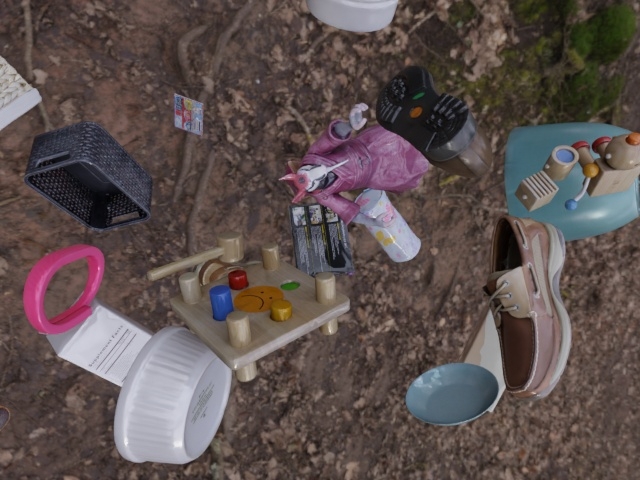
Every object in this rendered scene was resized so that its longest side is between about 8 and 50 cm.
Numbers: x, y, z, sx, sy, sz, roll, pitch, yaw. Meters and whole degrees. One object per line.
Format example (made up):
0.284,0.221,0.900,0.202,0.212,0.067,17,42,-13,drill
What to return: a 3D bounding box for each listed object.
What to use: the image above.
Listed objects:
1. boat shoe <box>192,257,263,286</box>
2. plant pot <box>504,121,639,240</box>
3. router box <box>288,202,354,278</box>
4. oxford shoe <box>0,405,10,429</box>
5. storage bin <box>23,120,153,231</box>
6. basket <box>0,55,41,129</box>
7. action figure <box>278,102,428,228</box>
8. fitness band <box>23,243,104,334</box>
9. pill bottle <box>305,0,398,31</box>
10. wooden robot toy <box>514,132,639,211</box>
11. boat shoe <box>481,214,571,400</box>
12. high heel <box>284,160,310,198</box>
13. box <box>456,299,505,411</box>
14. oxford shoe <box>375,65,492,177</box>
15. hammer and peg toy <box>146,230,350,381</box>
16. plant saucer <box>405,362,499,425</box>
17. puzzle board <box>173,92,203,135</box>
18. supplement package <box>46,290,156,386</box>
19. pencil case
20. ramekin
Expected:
-0.208,0.123,1.279,0.324,0.120,0.122,14,98,-50,boat shoe
0.584,-0.134,1.025,0.293,0.235,0.293,4,85,-52,plant pot
0.000,0.000,1.058,0.046,0.133,0.178,106,-23,-77,router box
-0.925,0.531,1.152,0.271,0.098,0.096,-44,116,-57,oxford shoe
-0.383,-0.102,0.760,0.180,0.122,0.084,62,17,-58,storage bin
-0.489,-0.183,0.604,0.103,0.113,0.167,58,20,-32,basket
0.062,-0.170,0.923,0.370,0.276,0.248,-19,118,-31,action figure
-0.650,0.122,1.155,0.291,0.054,0.209,-73,173,-77,fitness band
0.066,-0.429,0.523,0.176,0.176,0.318,-53,166,-35,pill bottle
0.295,-0.088,0.464,0.079,0.173,0.076,75,4,-62,wooden robot toy
0.323,0.096,0.741,0.116,0.123,0.324,22,56,-9,boat shoe
-0.056,-0.276,1.693,0.127,0.377,0.181,-18,84,-26,high heel
0.464,0.273,1.185,0.148,0.121,0.311,-27,138,-65,box
0.129,-0.138,0.537,0.096,0.083,0.227,34,25,-33,oxford shoe
-0.155,0.108,0.877,0.266,0.361,0.127,-22,120,-35,hammer and peg toy
0.278,0.330,0.938,0.195,0.195,0.037,-36,111,-45,plant saucer
-0.426,-0.402,1.441,0.128,0.096,0.011,111,-1,-50,puzzle board
-0.651,0.320,1.394,0.293,0.178,0.175,47,69,-36,supplement package
0.222,-0.050,1.457,0.273,0.113,0.124,47,49,-31,pencil case
-0.284,0.322,0.920,0.273,0.127,0.272,11,90,-79,ramekin
